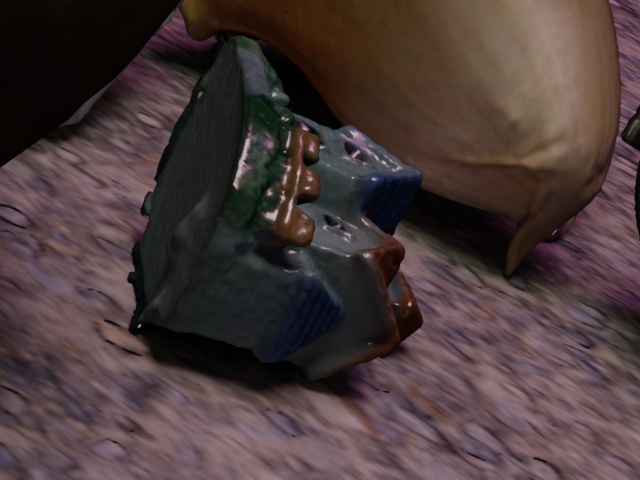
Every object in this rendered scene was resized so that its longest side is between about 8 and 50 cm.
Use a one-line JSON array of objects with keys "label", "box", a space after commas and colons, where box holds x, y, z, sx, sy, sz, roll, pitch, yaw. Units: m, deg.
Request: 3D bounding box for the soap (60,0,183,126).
[{"label": "soap", "box": [-0.239, -0.215, 1.075, 0.347, 0.115, 0.208, 27, 54, 11]}]

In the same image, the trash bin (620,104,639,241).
[{"label": "trash bin", "box": [0.305, 0.020, 1.014, 0.277, 0.217, 0.262, 26, 18, -21]}]

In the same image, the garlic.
[{"label": "garlic", "box": [0.066, -0.132, 1.202, 0.313, 0.286, 0.249, 27, 66, 25]}]

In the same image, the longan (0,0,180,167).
[{"label": "longan", "box": [-0.234, -0.145, 0.710, 0.404, 0.336, 0.404, 9, 13, -2]}]

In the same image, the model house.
[{"label": "model house", "box": [0.000, 0.000, 0.922, 0.148, 0.119, 0.148, 23, 20, -20]}]
